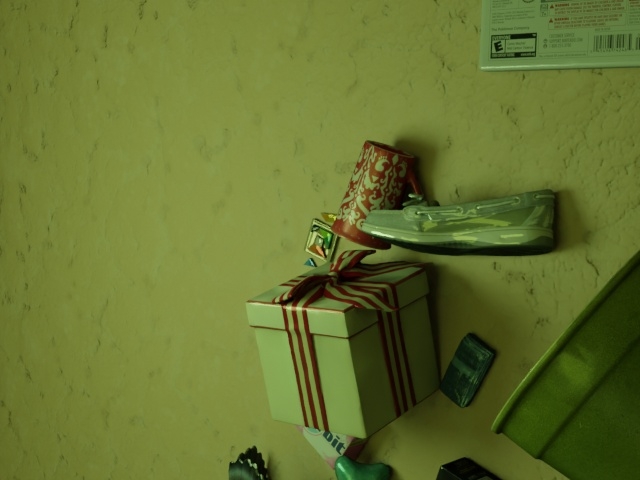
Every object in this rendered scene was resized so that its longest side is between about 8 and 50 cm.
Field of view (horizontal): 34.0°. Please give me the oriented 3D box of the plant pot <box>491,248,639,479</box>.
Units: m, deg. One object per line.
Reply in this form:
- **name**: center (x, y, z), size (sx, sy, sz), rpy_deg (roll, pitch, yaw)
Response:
- **plant pot**: center (0.479, 0.235, 1.385), size (0.353, 0.366, 0.366), rpy_deg (42, 119, 18)

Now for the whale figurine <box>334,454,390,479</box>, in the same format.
- **whale figurine**: center (0.059, 0.521, 1.842), size (0.141, 0.216, 0.272), rpy_deg (139, 145, -75)

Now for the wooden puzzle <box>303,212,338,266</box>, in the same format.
- **wooden puzzle**: center (0.000, 0.000, 1.982), size (0.079, 0.014, 0.116), rpy_deg (21, 107, 39)

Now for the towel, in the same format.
- **towel**: center (0.246, 0.220, 1.770), size (0.067, 0.029, 0.119), rpy_deg (38, 117, 34)

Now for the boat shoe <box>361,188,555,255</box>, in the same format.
- **boat shoe**: center (0.223, -0.033, 1.707), size (0.320, 0.118, 0.103), rpy_deg (1, 79, 28)

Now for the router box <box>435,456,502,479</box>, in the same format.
- **router box**: center (0.268, 0.555, 1.737), size (0.243, 0.081, 0.308), rpy_deg (29, 111, 36)

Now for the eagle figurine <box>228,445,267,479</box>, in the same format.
- **eagle figurine**: center (-0.176, 0.554, 1.978), size (0.298, 0.225, 0.226), rpy_deg (-47, 44, -6)

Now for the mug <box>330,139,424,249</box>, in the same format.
- **mug**: center (0.113, -0.078, 1.839), size (0.113, 0.150, 0.169), rpy_deg (-125, 51, -70)

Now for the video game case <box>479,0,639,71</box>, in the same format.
- **video game case**: center (0.393, -0.412, 1.598), size (0.329, 0.036, 0.299), rpy_deg (6, 97, 42)

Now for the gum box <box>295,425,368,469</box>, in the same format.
- **gum box**: center (0.008, 0.320, 1.961), size (0.188, 0.062, 0.107), rpy_deg (44, 119, 30)

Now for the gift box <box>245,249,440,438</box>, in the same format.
- **gift box**: center (0.062, 0.160, 1.780), size (0.276, 0.255, 0.258), rpy_deg (-1, 107, 38)
